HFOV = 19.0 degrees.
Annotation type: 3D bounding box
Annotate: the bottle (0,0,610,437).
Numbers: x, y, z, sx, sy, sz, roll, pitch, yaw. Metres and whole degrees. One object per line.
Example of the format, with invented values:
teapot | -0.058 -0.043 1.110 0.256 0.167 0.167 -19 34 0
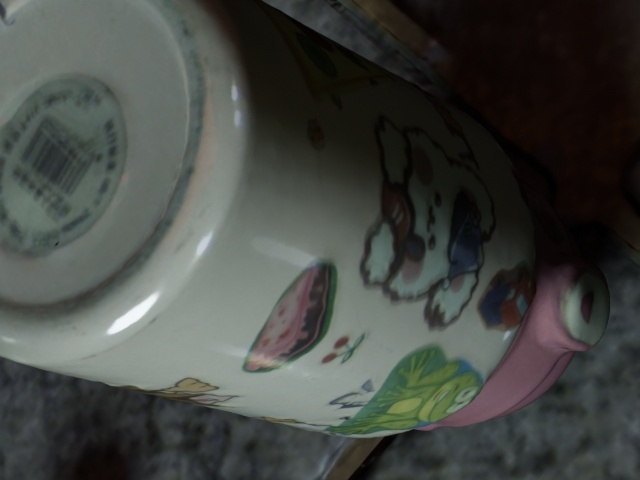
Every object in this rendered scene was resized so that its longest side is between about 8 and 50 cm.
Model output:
bottle | 0.000 0.000 0.595 0.120 0.253 0.120 -9 74 33
